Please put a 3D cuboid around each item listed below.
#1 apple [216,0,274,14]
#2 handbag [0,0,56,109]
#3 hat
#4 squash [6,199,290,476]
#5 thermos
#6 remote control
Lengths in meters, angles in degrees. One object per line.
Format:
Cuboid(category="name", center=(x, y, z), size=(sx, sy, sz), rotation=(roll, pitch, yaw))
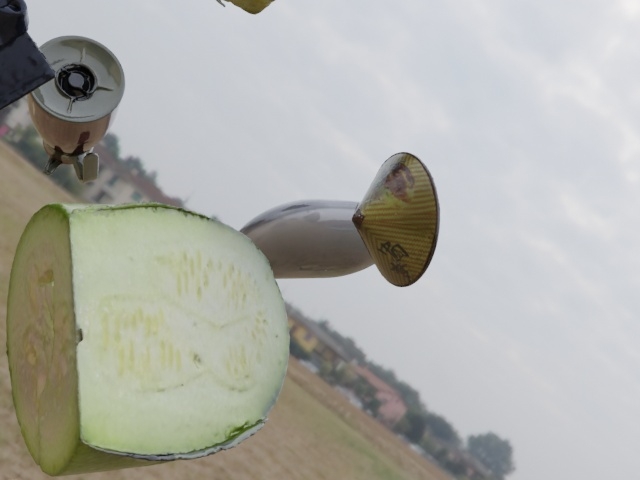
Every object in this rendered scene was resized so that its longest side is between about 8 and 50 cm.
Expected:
Cuboid(category="apple", center=(-0.072, -0.542, 1.462), size=(0.252, 0.309, 0.314), rotation=(53, 32, -3))
Cuboid(category="handbag", center=(-0.495, -0.238, 0.976), size=(0.303, 0.329, 0.122), rotation=(59, -11, -21))
Cuboid(category="hat", center=(0.081, -0.030, 1.239), size=(0.082, 0.193, 0.193), rotation=(1, 13, -27))
Cuboid(category="squash", center=(-0.124, 0.092, 0.862), size=(0.309, 0.234, 0.210), rotation=(2, -14, -34))
Cuboid(category="thermos", center=(-0.404, -0.197, 1.462), size=(0.176, 0.146, 0.265), rotation=(69, -23, 11))
Cuboid(category="remote control", center=(0.000, 0.000, 1.516), size=(0.332, 0.221, 0.103), rotation=(0, 62, -41))
